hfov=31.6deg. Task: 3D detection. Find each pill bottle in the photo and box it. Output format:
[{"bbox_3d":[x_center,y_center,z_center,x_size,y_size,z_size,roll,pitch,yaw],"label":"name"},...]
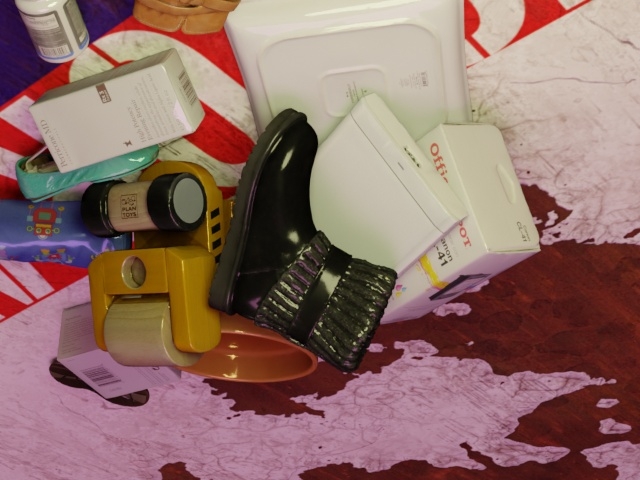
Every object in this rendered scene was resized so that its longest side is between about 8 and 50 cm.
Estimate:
[{"bbox_3d":[-0.371,-0.316,1.546,0.078,0.078,0.137,-5,144,4],"label":"pill bottle"}]

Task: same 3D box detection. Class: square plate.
[{"bbox_3d":[0.051,-0.240,1.697,0.344,0.049,0.347,-6,145,7],"label":"square plate"}]

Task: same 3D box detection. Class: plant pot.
[{"bbox_3d":[-0.142,0.117,2.021,0.290,0.204,0.291,3,156,2],"label":"plant pot"}]

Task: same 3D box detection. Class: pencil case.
[{"bbox_3d":[-0.467,-0.008,1.937,0.306,0.119,0.133,2,155,-6],"label":"pencil case"}]

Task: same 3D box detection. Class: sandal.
[{"bbox_3d":[-0.467,0.292,2.414,0.219,0.060,0.090,16,137,-1],"label":"sandal"}]

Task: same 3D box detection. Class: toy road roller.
[{"bbox_3d":[-0.230,0.034,1.850,0.202,0.330,0.240,-4,179,34],"label":"toy road roller"}]

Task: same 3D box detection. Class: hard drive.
[{"bbox_3d":[0.049,-0.033,1.775,0.047,0.233,0.353,-28,167,-44],"label":"hard drive"}]

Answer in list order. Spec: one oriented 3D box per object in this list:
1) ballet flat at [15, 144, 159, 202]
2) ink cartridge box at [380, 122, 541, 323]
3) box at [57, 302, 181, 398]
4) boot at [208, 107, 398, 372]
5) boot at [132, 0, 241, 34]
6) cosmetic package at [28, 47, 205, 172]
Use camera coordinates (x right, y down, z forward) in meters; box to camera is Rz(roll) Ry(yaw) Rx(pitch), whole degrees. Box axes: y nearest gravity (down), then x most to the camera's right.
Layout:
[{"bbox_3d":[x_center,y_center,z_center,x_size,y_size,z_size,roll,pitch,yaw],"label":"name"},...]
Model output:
[{"bbox_3d":[-0.382,-0.131,1.807,0.247,0.083,0.087,-16,124,15],"label":"ballet flat"},{"bbox_3d":[0.173,-0.023,1.810,0.131,0.226,0.306,-5,159,-38],"label":"ink cartridge box"},{"bbox_3d":[-0.392,0.207,2.239,0.181,0.119,0.181,-16,142,18],"label":"box"},{"bbox_3d":[0.001,0.000,1.697,0.260,0.131,0.348,21,104,15],"label":"boot"},{"bbox_3d":[-0.214,-0.377,1.466,0.283,0.109,0.220,7,148,-24],"label":"boot"},{"bbox_3d":[-0.302,-0.192,1.685,0.231,0.085,0.117,-17,113,17],"label":"cosmetic package"}]
